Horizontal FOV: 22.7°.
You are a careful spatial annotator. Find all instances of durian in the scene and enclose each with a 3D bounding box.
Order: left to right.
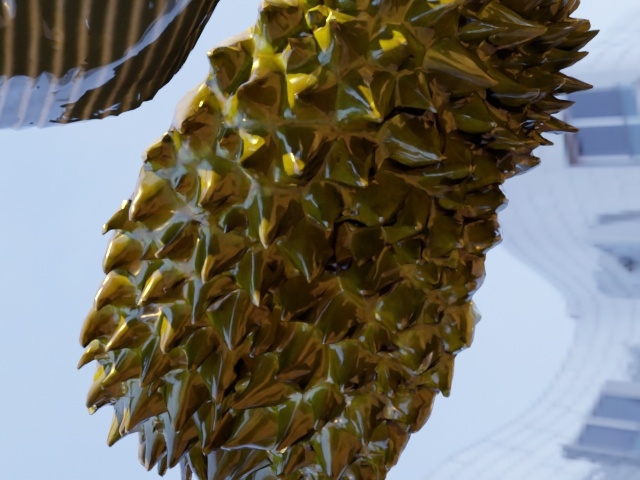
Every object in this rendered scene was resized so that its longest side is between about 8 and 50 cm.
[{"bbox_3d":[-0.001,0.001,0.707,0.157,0.355,0.169,30,-146,1],"label":"durian"}]

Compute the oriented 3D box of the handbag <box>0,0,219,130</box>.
[{"bbox_3d":[-0.167,-0.192,0.470,0.240,0.247,0.340,-18,-100,-25],"label":"handbag"}]
